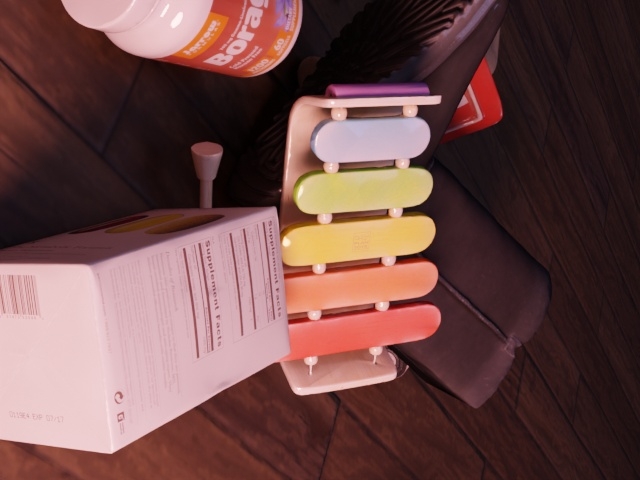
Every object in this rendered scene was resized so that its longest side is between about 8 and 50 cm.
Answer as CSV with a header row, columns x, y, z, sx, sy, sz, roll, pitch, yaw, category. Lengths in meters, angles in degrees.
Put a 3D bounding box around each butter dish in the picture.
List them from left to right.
x,y,z,sx,sy,sz,roll,pitch,yaw,category
0.140,-0.213,1.337,0.118,0.159,0.160,-94,160,-46,butter dish

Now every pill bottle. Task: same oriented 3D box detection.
x,y,z,sx,sy,sz,roll,pitch,yaw,category
-0.117,-0.212,0.881,0.216,0.121,0.121,-3,92,-60,pill bottle

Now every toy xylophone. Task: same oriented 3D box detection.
x,y,z,sx,sy,sz,roll,pitch,yaw,category
0.000,0.000,0.961,0.236,0.081,0.323,-13,121,-19,toy xylophone

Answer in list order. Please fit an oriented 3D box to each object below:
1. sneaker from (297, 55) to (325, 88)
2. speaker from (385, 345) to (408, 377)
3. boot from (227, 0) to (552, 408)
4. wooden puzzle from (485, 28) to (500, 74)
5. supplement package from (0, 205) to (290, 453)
x,y,z,sx,sy,sz,roll,pitch,yaw,category
0.020,-0.135,1.180,0.084,0.058,0.152,-9,91,-51,sneaker
0.115,0.125,1.343,0.136,0.055,0.055,-40,123,-53,speaker
0.158,-0.049,1.153,0.367,0.146,0.445,-45,126,1,boot
0.202,-0.446,1.474,0.322,0.080,0.348,33,66,-62,wooden puzzle
-0.145,0.057,0.809,0.244,0.139,0.134,-22,109,-60,supplement package
